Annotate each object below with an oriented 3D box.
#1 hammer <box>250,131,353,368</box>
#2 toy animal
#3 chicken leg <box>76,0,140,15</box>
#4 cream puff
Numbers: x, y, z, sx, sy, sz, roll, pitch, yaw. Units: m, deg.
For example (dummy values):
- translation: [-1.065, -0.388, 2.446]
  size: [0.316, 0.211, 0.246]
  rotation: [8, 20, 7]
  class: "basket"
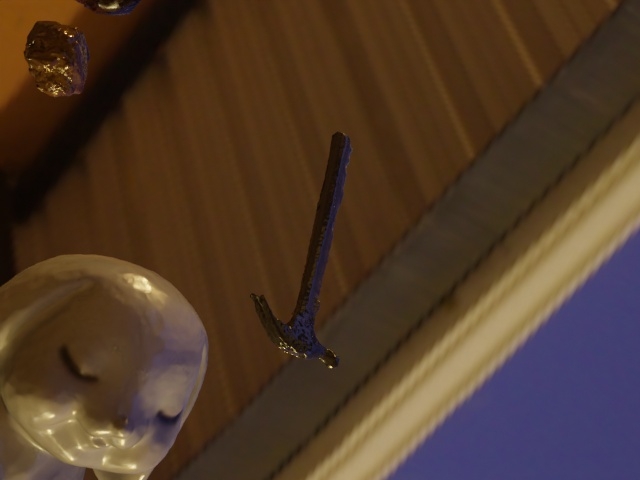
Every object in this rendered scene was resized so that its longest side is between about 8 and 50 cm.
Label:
- translation: [0.000, 0.000, 1.933]
  size: [0.027, 0.125, 0.297]
  rotation: [-30, -142, 50]
  class: "hammer"
- translation: [-0.215, 0.120, 1.376]
  size: [0.265, 0.271, 0.206]
  rotation: [-43, -147, 23]
  class: "toy animal"
- translation: [-0.238, -0.307, 1.790]
  size: [0.106, 0.051, 0.253]
  rotation: [-63, -144, 26]
  class: "chicken leg"
- translation: [-0.385, -0.265, 2.434]
  size: [0.116, 0.094, 0.122]
  rotation: [85, 9, -63]
  class: "cream puff"
